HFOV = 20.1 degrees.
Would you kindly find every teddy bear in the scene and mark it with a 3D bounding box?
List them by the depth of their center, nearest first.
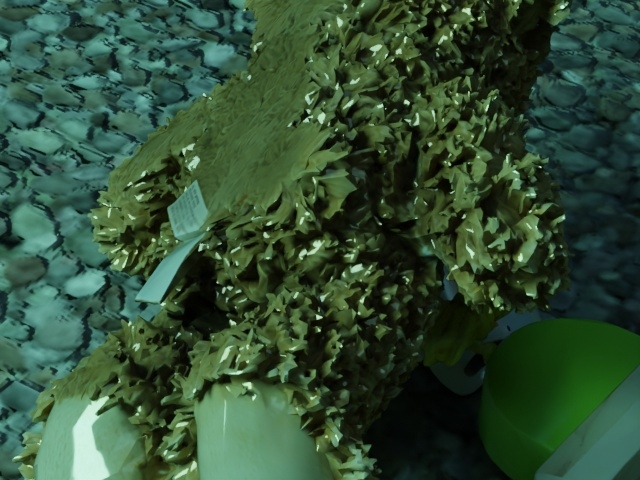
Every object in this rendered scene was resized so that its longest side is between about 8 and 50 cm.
[{"bbox_3d":[0.000,0.000,0.744,0.245,0.113,0.338,-29,32,30],"label":"teddy bear"}]

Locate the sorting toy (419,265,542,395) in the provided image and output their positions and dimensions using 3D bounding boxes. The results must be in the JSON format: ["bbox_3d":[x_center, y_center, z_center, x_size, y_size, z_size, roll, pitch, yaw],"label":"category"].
[{"bbox_3d":[0.068,0.032,0.812,0.083,0.045,0.075,-16,63,-23],"label":"sorting toy"}]

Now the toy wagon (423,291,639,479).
[{"bbox_3d":[0.190,0.114,0.697,0.344,0.068,0.267,28,45,27],"label":"toy wagon"}]
